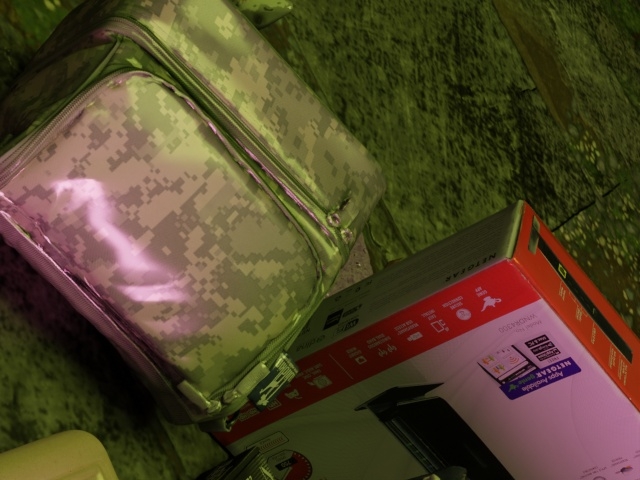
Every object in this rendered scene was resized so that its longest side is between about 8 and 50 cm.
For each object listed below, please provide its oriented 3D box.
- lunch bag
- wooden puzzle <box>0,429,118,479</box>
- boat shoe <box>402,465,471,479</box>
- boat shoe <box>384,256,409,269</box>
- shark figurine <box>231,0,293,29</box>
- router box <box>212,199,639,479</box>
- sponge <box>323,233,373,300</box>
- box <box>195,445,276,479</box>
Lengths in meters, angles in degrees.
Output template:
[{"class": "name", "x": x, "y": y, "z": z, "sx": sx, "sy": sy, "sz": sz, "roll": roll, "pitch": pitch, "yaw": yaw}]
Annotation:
[{"class": "lunch bag", "x": -0.126, "y": -0.028, "z": 1.410, "sx": 0.305, "sy": 0.213, "sz": 0.256, "roll": 48, "pitch": 52, "yaw": -20}, {"class": "wooden puzzle", "x": -0.182, "y": 0.256, "z": 1.175, "sx": 0.221, "sy": 0.044, "sz": 0.238, "roll": -15, "pitch": 74, "yaw": -57}, {"class": "boat shoe", "x": 0.036, "y": 0.212, "z": 1.263, "sx": 0.127, "sy": 0.158, "sz": 0.340, "roll": 64, "pitch": 7, "yaw": 15}, {"class": "boat shoe", "x": 0.199, "y": 0.116, "z": 1.802, "sx": 0.342, "sy": 0.123, "sz": 0.123, "roll": 46, "pitch": 35, "yaw": -36}, {"class": "shark figurine", "x": -0.118, "y": -0.246, "z": 1.701, "sx": 0.278, "sy": 0.166, "sz": 0.116, "roll": -105, "pitch": 175, "yaw": -51}, {"class": "router box", "x": 0.118, "y": 0.158, "z": 1.473, "sx": 0.301, "sy": 0.335, "sz": 0.082, "roll": 48, "pitch": 34, "yaw": -21}, {"class": "sponge", "x": 0.000, "y": 0.000, "z": 1.712, "sx": 0.117, "sy": 0.031, "sz": 0.210, "roll": 13, "pitch": 55, "yaw": -51}, {"class": "box", "x": -0.028, "y": 0.304, "z": 1.345, "sx": 0.270, "sy": 0.060, "sz": 0.216, "roll": 63, "pitch": 8, "yaw": 1}]
